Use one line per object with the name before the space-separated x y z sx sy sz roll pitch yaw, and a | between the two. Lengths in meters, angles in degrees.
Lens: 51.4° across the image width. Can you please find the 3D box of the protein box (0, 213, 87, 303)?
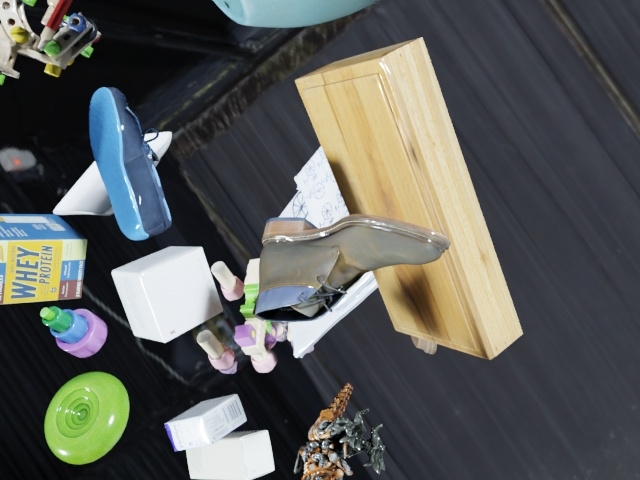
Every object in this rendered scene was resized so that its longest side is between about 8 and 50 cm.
protein box | -0.633 0.033 1.405 0.201 0.135 0.200 -2 19 -41

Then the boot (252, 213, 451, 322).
boot | 0.022 0.036 0.655 0.219 0.106 0.082 0 -22 41

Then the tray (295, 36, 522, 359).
tray | 0.115 -0.046 0.895 0.076 0.410 0.203 -33 20 -24

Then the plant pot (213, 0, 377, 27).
plant pot | -0.058 -0.379 0.819 0.195 0.290 0.290 -40 -1 -9

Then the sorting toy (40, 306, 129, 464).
sorting toy | -0.334 0.240 0.862 0.127 0.365 0.126 -20 -32 9

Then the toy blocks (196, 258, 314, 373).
toy blocks | -0.132 0.222 1.797 0.309 0.260 0.288 -8 50 17

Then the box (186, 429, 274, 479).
box | -0.248 0.574 1.778 0.094 0.113 0.275 -3 -10 -44

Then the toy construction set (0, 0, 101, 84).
toy construction set | -0.669 -0.458 1.549 0.309 0.258 0.237 17 81 63

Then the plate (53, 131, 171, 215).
plate | -0.520 -0.159 1.686 0.278 0.045 0.277 3 53 43

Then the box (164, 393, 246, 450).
box | -0.268 0.426 1.555 0.137 0.072 0.126 -20 0 36

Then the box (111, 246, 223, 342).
box | -0.208 0.070 0.906 0.102 0.101 0.087 -27 18 -39

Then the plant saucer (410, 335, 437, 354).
plant saucer | 0.227 0.138 1.596 0.041 0.277 0.278 -10 -3 -2

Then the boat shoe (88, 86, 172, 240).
boat shoe | -0.322 -0.130 1.128 0.109 0.258 0.089 -6 7 41

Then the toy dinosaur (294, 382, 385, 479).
toy dinosaur | 0.032 0.511 1.699 0.219 0.321 0.164 -15 -29 33

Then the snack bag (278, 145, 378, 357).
snack bag | 0.000 0.000 1.229 0.037 0.323 0.342 8 -39 -33
